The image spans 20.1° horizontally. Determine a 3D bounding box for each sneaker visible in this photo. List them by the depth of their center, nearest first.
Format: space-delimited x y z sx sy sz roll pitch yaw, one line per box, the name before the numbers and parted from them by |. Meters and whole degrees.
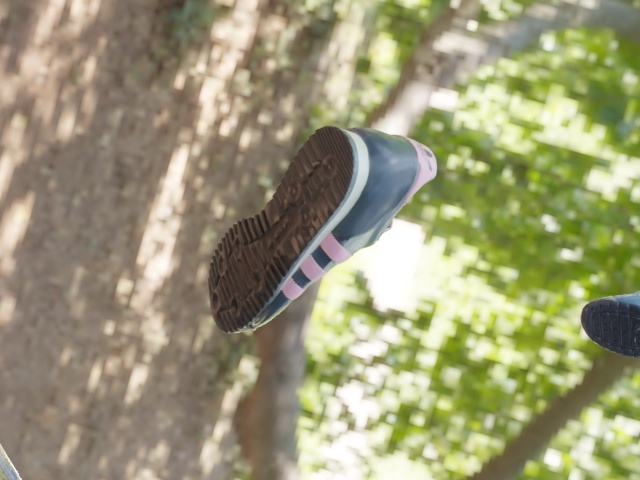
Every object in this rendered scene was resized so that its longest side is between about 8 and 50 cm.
sneaker | 0.290 0.062 1.519 0.059 0.144 0.053 -85 174 -60
sneaker | 0.000 0.000 1.802 0.319 0.131 0.112 -44 -125 47

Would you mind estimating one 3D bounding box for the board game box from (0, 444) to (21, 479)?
board game box | -0.419 0.227 2.022 0.086 0.308 0.302 -30 -173 -9
